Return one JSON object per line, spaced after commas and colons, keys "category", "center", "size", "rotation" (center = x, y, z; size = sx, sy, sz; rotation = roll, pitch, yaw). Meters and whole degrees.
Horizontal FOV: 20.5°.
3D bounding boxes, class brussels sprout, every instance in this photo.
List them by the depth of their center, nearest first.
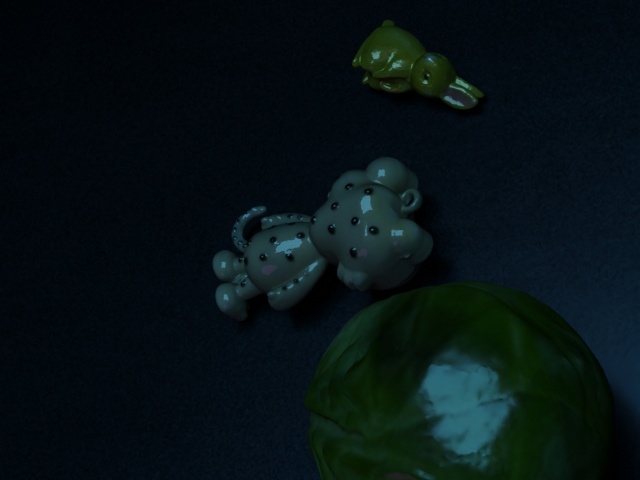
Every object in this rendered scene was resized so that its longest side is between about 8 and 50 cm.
{"category": "brussels sprout", "center": [0.132, 0.184, 1.763], "size": [0.354, 0.281, 0.289], "rotation": [-1, 81, 49]}

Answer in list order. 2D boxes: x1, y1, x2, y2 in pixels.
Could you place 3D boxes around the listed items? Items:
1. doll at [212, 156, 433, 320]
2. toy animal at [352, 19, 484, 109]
{"category": "doll", "center": [-0.001, 0.002, 2.023], "size": [0.278, 0.119, 0.154], "rotation": [-16, 58, 29]}
{"category": "toy animal", "center": [0.124, -0.203, 2.090], "size": [0.159, 0.070, 0.083], "rotation": [25, 76, 28]}
